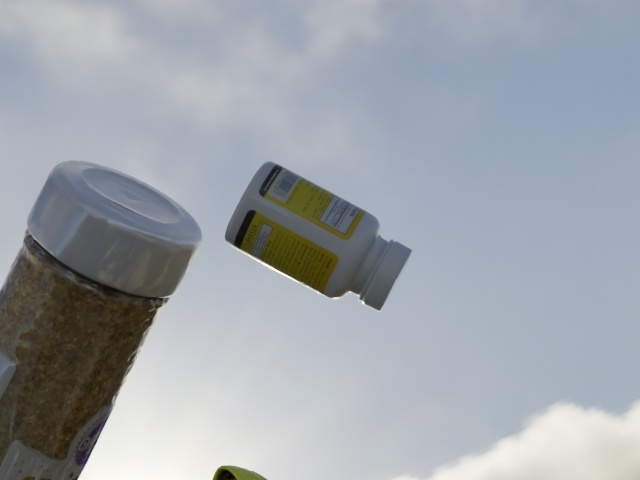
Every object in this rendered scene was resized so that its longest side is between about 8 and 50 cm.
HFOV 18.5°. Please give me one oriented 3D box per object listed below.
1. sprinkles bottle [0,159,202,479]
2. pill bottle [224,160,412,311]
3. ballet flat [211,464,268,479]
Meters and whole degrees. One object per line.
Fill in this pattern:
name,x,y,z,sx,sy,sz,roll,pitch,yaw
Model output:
sprinkles bottle,-0.213,0.119,1.447,0.121,0.121,0.355,5,-63,-54
pill bottle,0.000,0.000,1.318,0.065,0.116,0.065,-61,-5,-8
ballet flat,-0.095,0.305,1.762,0.077,0.231,0.077,-11,-39,34
